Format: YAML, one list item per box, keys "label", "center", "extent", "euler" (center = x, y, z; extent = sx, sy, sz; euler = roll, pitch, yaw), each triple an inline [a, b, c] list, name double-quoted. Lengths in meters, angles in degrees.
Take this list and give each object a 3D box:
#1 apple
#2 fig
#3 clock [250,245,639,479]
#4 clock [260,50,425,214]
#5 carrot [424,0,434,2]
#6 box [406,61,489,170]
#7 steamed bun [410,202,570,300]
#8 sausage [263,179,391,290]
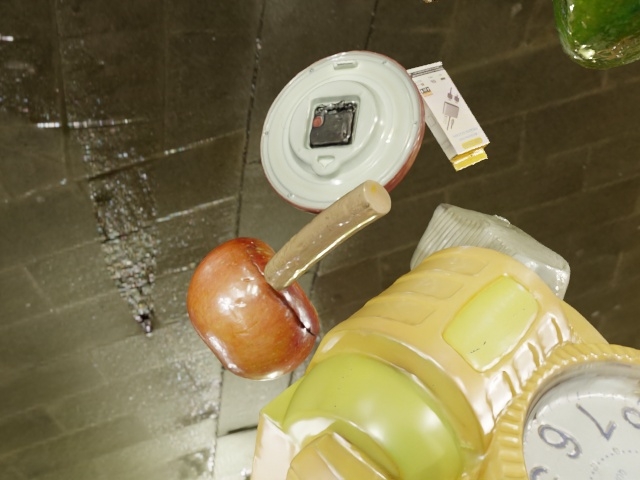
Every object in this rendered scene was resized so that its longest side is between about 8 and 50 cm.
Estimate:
- label: "apple"
  center: [-0.130, 0.133, 1.398]
  extent: [0.206, 0.251, 0.272]
  euler: [-36, 104, -1]
- label: "fig"
  center: [0.335, -0.280, 0.689]
  extent: [0.235, 0.203, 0.203]
  euler: [-9, 144, 20]
- label: "clock"
  center: [0.142, 0.161, 0.439]
  extent: [0.244, 0.317, 0.200]
  euler: [-34, 150, -43]
- label: "clock"
  center: [0.032, -0.197, 1.306]
  extent: [0.318, 0.318, 0.080]
  euler: [-31, 151, 11]
- label: "carrot"
  center: [0.204, -0.452, 1.240]
  extent: [0.042, 0.042, 0.170]
  euler: [-15, 173, -8]
- label: "box"
  center: [0.282, -0.280, 1.617]
  extent: [0.129, 0.247, 0.033]
  euler: [-24, 171, -40]
- label: "steamed bun"
  center: [0.411, 0.080, 1.705]
  extent: [0.236, 0.383, 0.247]
  euler: [11, 107, -38]
- label: "sausage"
  center: [0.000, -0.002, 1.158]
  extent: [0.066, 0.065, 0.301]
  euler: [13, 146, -35]
